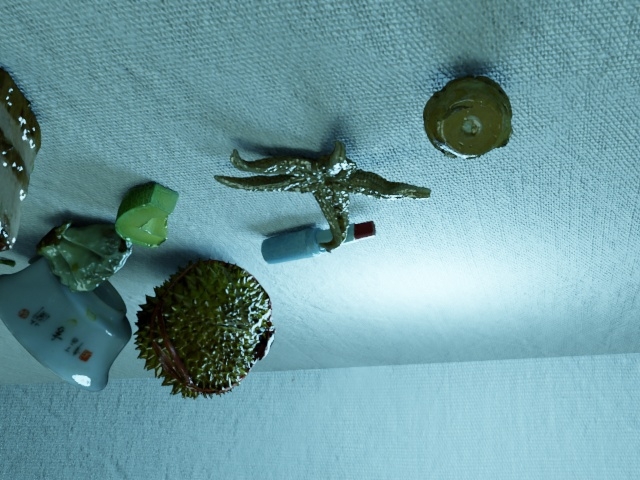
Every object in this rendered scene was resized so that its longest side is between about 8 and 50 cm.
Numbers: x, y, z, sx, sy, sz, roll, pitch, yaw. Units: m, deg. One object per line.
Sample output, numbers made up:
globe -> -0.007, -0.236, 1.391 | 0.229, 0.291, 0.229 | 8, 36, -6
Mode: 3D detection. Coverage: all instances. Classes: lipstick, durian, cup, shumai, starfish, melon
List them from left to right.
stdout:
cup -> -0.549, 0.156, 1.904 | 0.163, 0.347, 0.347 | -42, 153, 1
shumai -> -0.494, 0.003, 1.772 | 0.184, 0.184, 0.142 | -11, 127, 29
melon -> -0.339, -0.051, 1.659 | 0.118, 0.064, 0.209 | 11, 155, -24
durian -> -0.270, 0.205, 2.006 | 0.347, 0.347, 0.384 | 4, 148, -10
lipstick -> 0.000, 0.000, 1.791 | 0.274, 0.061, 0.068 | -12, 155, 31
starfish -> 0.006, -0.092, 1.486 | 0.375, 0.094, 0.327 | 0, 151, 20

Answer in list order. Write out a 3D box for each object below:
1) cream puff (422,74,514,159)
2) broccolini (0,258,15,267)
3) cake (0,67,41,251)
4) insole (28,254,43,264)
cream puff -> 0.213, -0.181, 1.222 | 0.133, 0.104, 0.119 | -5, 123, -13
broccolini -> -0.780, 0.043, 1.984 | 0.035, 0.030, 0.140 | -5, 166, 38
cake -> -0.532, -0.086, 1.228 | 0.196, 0.293, 0.199 | 2, 156, -3
insole -> -0.622, 0.028, 1.954 | 0.063, 0.010, 0.192 | 13, 155, -34
